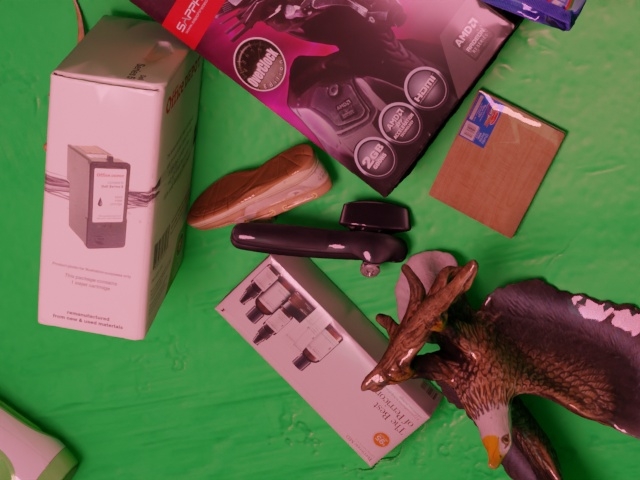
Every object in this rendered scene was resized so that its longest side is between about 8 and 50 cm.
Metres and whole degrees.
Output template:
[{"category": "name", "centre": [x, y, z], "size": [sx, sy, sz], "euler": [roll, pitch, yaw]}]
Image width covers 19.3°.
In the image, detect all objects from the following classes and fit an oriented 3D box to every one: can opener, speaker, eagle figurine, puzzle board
[{"category": "can opener", "centre": [0.000, 0.000, 1.924], "size": [0.186, 0.059, 0.073], "euler": [-1, 69, 1]}, {"category": "speaker", "centre": [-0.426, 0.212, 2.146], "size": [0.296, 0.131, 0.131], "euler": [35, 119, 3]}, {"category": "eagle figurine", "centre": [0.195, 0.148, 1.884], "size": [0.298, 0.225, 0.226], "euler": [23, 167, -23]}, {"category": "puzzle board", "centre": [0.175, -0.076, 1.869], "size": [0.096, 0.011, 0.128], "euler": [29, 118, 8]}]

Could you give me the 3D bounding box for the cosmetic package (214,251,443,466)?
[{"category": "cosmetic package", "centre": [0.009, 0.119, 1.984], "size": [0.239, 0.060, 0.099], "euler": [45, 120, -2]}]

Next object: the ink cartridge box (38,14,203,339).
[{"category": "ink cartridge box", "centre": [-0.200, -0.068, 1.895], "size": [0.114, 0.198, 0.273], "euler": [9, 115, 5]}]

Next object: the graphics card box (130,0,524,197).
[{"category": "graphics card box", "centre": [-0.008, -0.244, 1.820], "size": [0.371, 0.094, 0.233], "euler": [38, 119, 1]}]

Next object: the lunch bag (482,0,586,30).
[{"category": "lunch bag", "centre": [0.155, -0.334, 1.675], "size": [0.293, 0.138, 0.221], "euler": [23, 88, -6]}]

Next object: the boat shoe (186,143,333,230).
[{"category": "boat shoe", "centre": [-0.062, -0.041, 1.943], "size": [0.170, 0.063, 0.059], "euler": [-22, 127, 32]}]

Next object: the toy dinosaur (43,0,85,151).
[{"category": "toy dinosaur", "centre": [-0.253, -0.163, 1.952], "size": [0.053, 0.183, 0.092], "euler": [10, 157, -10]}]
